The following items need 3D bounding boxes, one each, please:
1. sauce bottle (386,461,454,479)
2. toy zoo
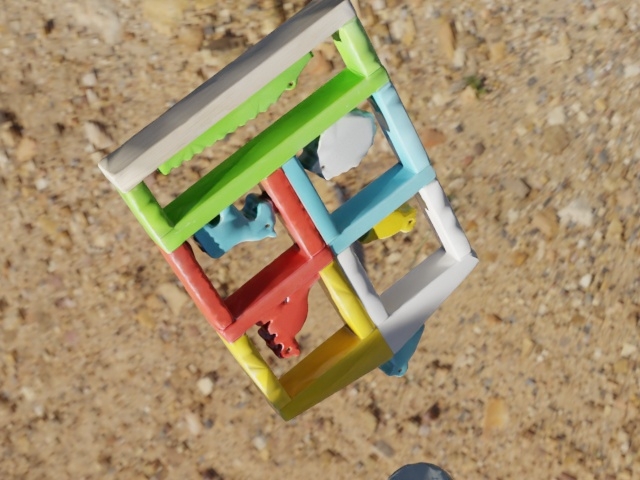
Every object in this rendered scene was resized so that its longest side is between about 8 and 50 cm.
[{"bbox_3d":[0.129,0.331,1.199,0.111,0.111,0.344,6,145,20],"label":"sauce bottle"},{"bbox_3d":[0.000,0.000,0.840,0.192,0.030,0.293,-38,127,-11],"label":"toy zoo"}]
